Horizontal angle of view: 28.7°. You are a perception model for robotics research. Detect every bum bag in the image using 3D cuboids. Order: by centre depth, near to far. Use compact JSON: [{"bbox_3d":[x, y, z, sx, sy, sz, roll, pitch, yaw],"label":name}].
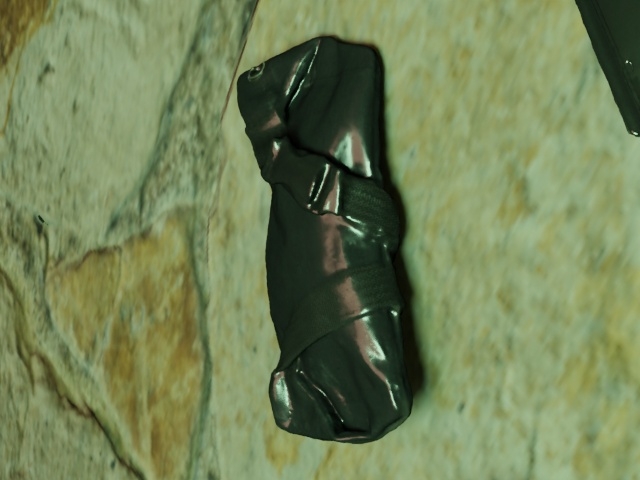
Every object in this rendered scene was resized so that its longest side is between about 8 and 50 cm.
[{"bbox_3d":[0.000,0.000,0.763,0.123,0.060,0.248,-16,84,51],"label":"bum bag"}]

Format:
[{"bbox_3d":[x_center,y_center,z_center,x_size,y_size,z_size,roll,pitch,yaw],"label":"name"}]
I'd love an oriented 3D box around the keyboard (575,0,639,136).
[{"bbox_3d":[0.139,-0.162,0.566,0.094,0.025,0.230,-39,59,43],"label":"keyboard"}]
